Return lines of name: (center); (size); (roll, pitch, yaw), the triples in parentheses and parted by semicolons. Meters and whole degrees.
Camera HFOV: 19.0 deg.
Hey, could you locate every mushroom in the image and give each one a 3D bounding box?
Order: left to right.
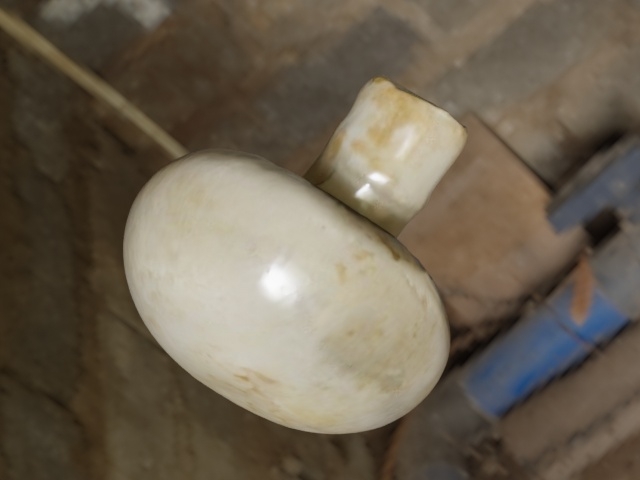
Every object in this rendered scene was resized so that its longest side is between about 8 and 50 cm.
mushroom: (-0.017, 0.005, 1.107); (0.206, 0.206, 0.209); (-2, 81, 49)
